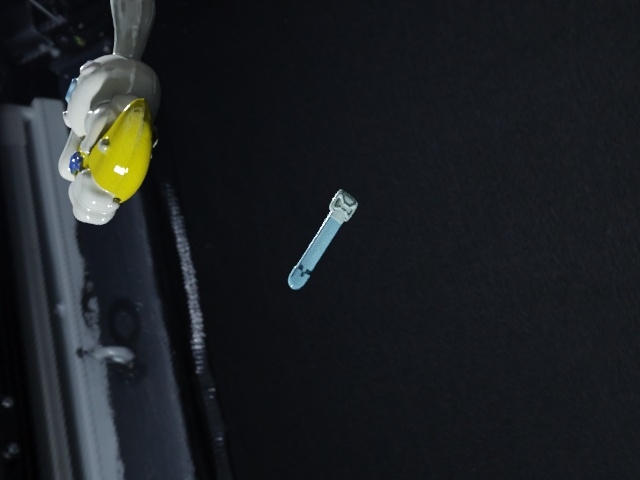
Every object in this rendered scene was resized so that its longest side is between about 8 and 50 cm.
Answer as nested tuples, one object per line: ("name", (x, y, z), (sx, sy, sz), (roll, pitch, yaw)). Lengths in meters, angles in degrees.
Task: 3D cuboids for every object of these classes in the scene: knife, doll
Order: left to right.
("doll", (-0.258, -0.153, 1.107), (0.252, 0.111, 0.237), (-58, -148, 39))
("knife", (0.000, 0.000, 0.780), (0.010, 0.027, 0.096), (28, -95, 50))
